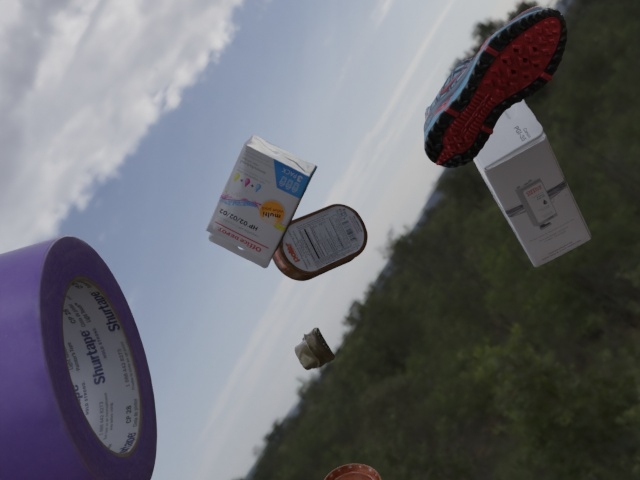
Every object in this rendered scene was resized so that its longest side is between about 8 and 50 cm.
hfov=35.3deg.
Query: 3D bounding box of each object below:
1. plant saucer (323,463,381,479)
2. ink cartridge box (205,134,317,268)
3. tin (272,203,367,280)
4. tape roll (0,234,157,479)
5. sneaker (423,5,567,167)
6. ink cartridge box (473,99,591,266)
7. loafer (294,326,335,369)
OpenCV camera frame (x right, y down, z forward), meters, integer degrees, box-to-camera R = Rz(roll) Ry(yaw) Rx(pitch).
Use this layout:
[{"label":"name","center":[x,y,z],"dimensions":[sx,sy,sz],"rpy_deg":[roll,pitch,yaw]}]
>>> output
[{"label":"plant saucer","center":[0.043,0.340,1.374],"dimensions":[0.083,0.083,0.013],"rpy_deg":[-51,-40,-47]},{"label":"ink cartridge box","center":[-0.091,-0.044,1.427],"dimensions":[0.181,0.104,0.061],"rpy_deg":[-64,0,23]},{"label":"tin","center":[0.000,0.000,1.732],"dimensions":[0.190,0.106,0.040],"rpy_deg":[-24,-9,-34]},{"label":"tape roll","center":[-0.186,0.097,0.696],"dimensions":[0.080,0.189,0.189],"rpy_deg":[-17,-1,8]},{"label":"sneaker","center":[0.223,-0.229,1.378],"dimensions":[0.262,0.104,0.125],"rpy_deg":[-47,28,27]},{"label":"ink cartridge box","center":[0.340,-0.123,1.732],"dimensions":[0.117,0.207,0.283],"rpy_deg":[-29,-46,9]},{"label":"loafer","center":[-0.011,0.173,1.538],"dimensions":[0.050,0.056,0.148],"rpy_deg":[-29,-16,-6]}]
